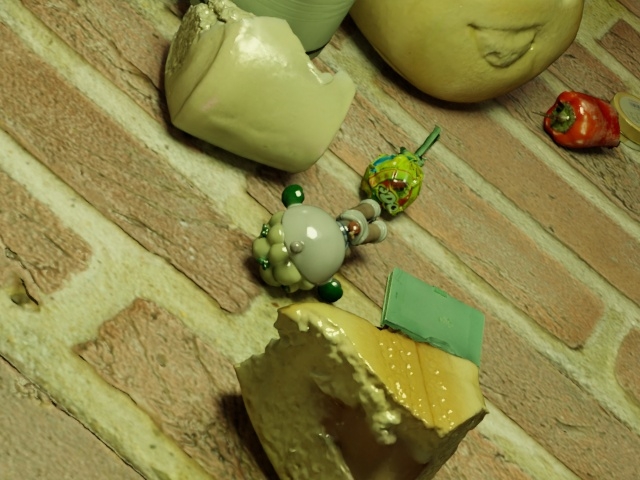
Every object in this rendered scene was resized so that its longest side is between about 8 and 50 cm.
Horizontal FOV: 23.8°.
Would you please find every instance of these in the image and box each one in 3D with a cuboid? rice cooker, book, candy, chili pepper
[{"bbox_3d":[-0.052,-0.359,1.996,0.226,0.244,0.226,15,47,-17],"label":"rice cooker"},{"bbox_3d":[0.138,0.096,1.858,0.135,0.017,0.103,28,40,-13],"label":"book"},{"bbox_3d":[0.122,-0.108,2.037,0.077,0.073,0.262,20,27,12],"label":"candy"},{"bbox_3d":[0.388,-0.185,2.325,0.192,0.084,0.086,4,15,-41],"label":"chili pepper"}]

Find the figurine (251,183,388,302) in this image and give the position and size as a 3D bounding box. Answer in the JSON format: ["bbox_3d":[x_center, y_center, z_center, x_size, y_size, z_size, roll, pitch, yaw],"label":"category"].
[{"bbox_3d":[-0.001,0.001,1.786,0.197,0.093,0.147,-18,85,-58],"label":"figurine"}]

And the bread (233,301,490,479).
[{"bbox_3d":[0.053,0.164,1.570,0.211,0.183,0.224,-19,67,-51],"label":"bread"}]

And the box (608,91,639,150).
[{"bbox_3d":[0.510,-0.194,2.474,0.106,0.037,0.105,23,38,-19],"label":"box"}]

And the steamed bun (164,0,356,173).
[{"bbox_3d":[-0.064,-0.199,1.877,0.226,0.170,0.200,23,36,-21],"label":"steamed bun"}]

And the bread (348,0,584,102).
[{"bbox_3d":[0.183,-0.390,2.224,0.348,0.253,0.376,-10,55,-40],"label":"bread"}]
